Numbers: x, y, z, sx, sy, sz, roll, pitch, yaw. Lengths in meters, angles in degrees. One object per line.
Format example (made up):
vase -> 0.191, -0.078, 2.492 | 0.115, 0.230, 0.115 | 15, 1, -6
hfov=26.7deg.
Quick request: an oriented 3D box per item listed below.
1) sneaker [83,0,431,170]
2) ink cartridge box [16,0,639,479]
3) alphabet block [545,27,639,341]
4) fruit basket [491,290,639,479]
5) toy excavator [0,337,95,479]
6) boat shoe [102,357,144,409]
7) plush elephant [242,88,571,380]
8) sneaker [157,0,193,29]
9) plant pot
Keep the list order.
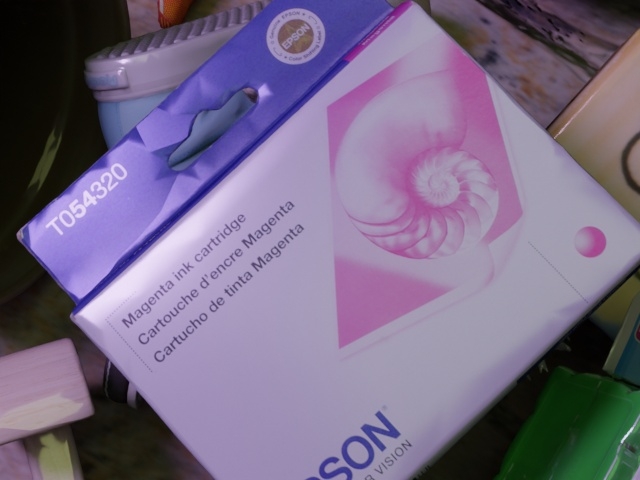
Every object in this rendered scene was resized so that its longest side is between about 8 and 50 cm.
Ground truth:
sneaker -> -0.043, -0.133, 1.207 | 0.366, 0.135, 0.150 | -21, 111, -33
ink cartridge box -> 0.000, 0.000, 0.932 | 0.324, 0.071, 0.330 | -44, 80, -3
alphabet block -> 0.261, -0.037, 1.120 | 0.192, 0.193, 0.197 | 43, 97, 1
fruit basket -> 0.277, 0.263, 1.005 | 0.353, 0.165, 0.327 | 37, 77, -21
toy excavator -> -0.151, 0.336, 0.974 | 0.222, 0.445, 0.433 | -17, 112, -13
boat shoe -> -0.164, 0.035, 1.153 | 0.069, 0.081, 0.227 | 8, 60, -3
plush elephant -> 0.017, 0.060, 1.079 | 0.255, 0.272, 0.330 | -44, 49, 10
sneaker -> -0.113, -0.275, 1.287 | 0.067, 0.064, 0.175 | 16, 68, 4
plant pot -> -0.355, -0.135, 1.102 | 0.280, 0.323, 0.323 | 18, 67, 19
